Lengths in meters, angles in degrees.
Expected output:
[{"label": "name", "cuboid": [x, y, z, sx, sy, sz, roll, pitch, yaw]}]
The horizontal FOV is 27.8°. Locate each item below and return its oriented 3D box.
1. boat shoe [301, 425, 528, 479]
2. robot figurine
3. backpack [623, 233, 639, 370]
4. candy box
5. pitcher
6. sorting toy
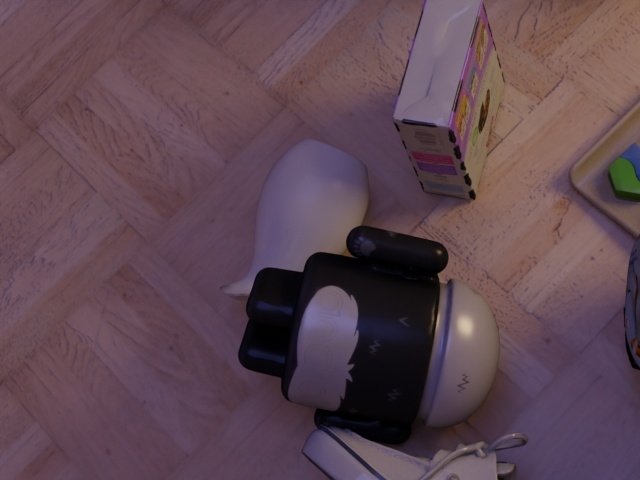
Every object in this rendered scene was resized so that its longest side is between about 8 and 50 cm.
[{"label": "boat shoe", "cuboid": [0.163, 0.266, 1.350, 0.367, 0.136, 0.156, 30, 78, 21]}, {"label": "robot figurine", "cuboid": [0.056, 0.107, 1.407, 0.278, 0.209, 0.174, 11, 63, 1]}, {"label": "backpack", "cuboid": [0.446, 0.058, 1.303, 0.263, 0.213, 0.277, 3, 68, 6]}, {"label": "candy box", "cuboid": [0.153, -0.163, 1.498, 0.070, 0.196, 0.165, 9, 70, 19]}, {"label": "pitcher", "cuboid": [0.000, 0.000, 1.526, 0.177, 0.125, 0.207, 23, 85, 2]}, {"label": "sorting toy", "cuboid": [0.420, -0.078, 1.478, 0.193, 0.038, 0.208, -44, 64, -6]}]
